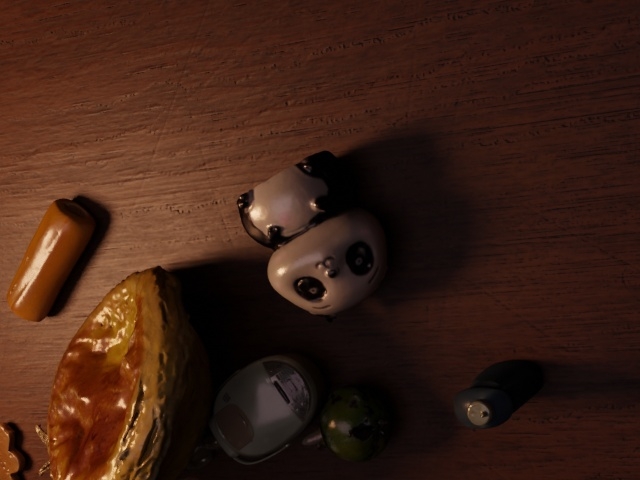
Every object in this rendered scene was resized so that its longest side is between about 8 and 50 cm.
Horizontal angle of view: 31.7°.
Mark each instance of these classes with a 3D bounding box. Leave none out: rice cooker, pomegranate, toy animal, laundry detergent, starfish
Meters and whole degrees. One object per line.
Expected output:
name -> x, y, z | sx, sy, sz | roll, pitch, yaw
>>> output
rice cooker -> -0.083, 0.263, 1.801 | 0.206, 0.127, 0.145 | -40, 79, 28
pomegranate -> 0.040, 0.289, 1.751 | 0.161, 0.122, 0.122 | -27, 86, 36
toy animal -> -0.003, -0.003, 1.699 | 0.187, 0.165, 0.235 | -30, 81, 9
laundry detergent -> 0.247, 0.220, 1.590 | 0.096, 0.206, 0.061 | -6, 95, 24
starfish -> -0.460, 0.393, 2.042 | 0.130, 0.041, 0.133 | -2, 103, 34

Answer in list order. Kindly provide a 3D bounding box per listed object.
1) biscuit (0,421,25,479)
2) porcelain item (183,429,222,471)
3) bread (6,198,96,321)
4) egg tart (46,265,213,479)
biscuit -> -0.608, 0.428, 2.126 | 0.133, 0.027, 0.184 | -14, 93, 26
porcelain item -> -0.228, 0.357, 1.922 | 0.213, 0.054, 0.084 | -21, 90, 25
bread -> -0.482, 0.041, 1.986 | 0.092, 0.074, 0.239 | 36, 111, 11
egg tart -> -0.293, 0.266, 1.815 | 0.443, 0.178, 0.443 | -36, 44, 44
